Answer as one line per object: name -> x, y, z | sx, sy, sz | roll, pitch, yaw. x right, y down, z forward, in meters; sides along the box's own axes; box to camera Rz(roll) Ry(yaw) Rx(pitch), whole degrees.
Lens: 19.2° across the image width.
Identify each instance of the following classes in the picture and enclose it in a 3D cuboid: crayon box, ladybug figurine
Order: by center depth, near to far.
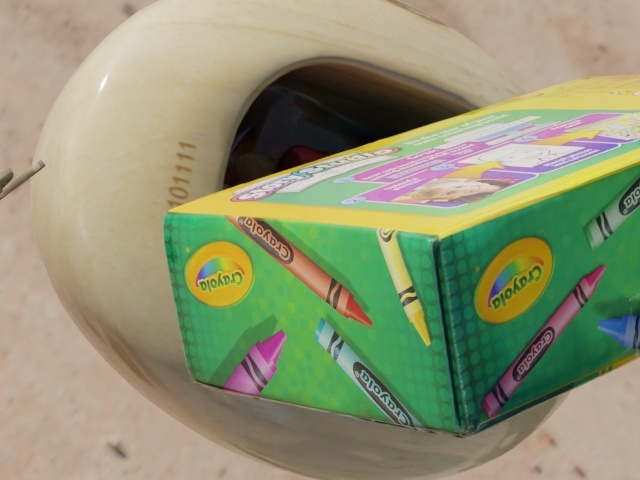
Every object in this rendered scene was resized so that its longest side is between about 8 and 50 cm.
crayon box -> 0.093, -0.006, 0.813 | 0.278, 0.165, 0.081 | -20, 106, -38
ladybug figurine -> 0.000, 0.000, 1.193 | 0.449, 0.162, 0.305 | 19, 74, -39

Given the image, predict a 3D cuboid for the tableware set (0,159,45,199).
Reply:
tableware set -> -0.236, 0.011, 0.933 | 0.039, 0.194, 0.128 | 54, 14, -4
